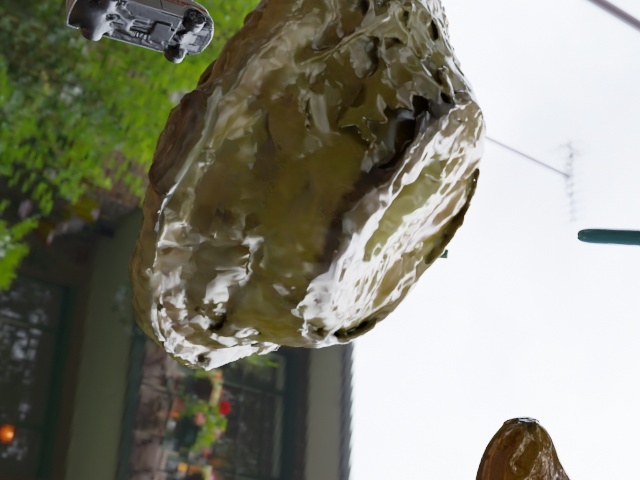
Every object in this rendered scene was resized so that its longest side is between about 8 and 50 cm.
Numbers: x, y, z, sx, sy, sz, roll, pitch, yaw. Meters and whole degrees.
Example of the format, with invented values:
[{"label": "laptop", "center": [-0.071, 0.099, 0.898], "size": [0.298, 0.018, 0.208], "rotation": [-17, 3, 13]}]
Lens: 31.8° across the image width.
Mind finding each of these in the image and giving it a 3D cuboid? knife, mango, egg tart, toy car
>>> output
[{"label": "knife", "center": [0.424, 0.003, 1.378], "size": [0.222, 0.064, 0.031], "rotation": [4, -89, 30]}, {"label": "mango", "center": [0.184, 0.234, 1.048], "size": [0.105, 0.159, 0.084], "rotation": [-38, -152, -23]}, {"label": "egg tart", "center": [0.011, -0.033, 0.766], "size": [0.129, 0.341, 0.341], "rotation": [36, -74, 21]}, {"label": "toy car", "center": [-0.255, -0.333, 1.593], "size": [0.089, 0.210, 0.108], "rotation": [-50, -142, 44]}]

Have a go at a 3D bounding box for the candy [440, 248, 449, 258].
[{"label": "candy", "center": [0.000, -0.001, 1.238], "size": [0.288, 0.078, 0.084], "rotation": [4, -121, 17]}]
